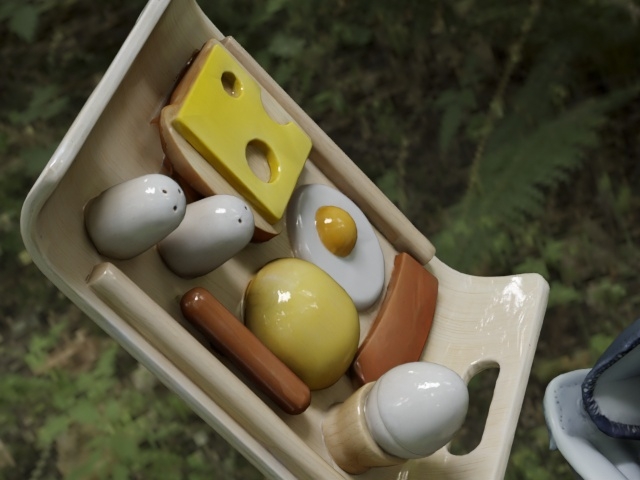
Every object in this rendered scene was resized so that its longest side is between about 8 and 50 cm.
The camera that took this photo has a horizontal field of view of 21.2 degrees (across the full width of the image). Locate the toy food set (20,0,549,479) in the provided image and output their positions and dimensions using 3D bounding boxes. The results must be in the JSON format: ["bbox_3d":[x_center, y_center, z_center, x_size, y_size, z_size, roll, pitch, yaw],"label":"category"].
[{"bbox_3d":[0.000,0.000,0.900,0.092,0.306,0.219,-26,29,37],"label":"toy food set"}]

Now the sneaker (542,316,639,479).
[{"bbox_3d":[0.150,0.025,0.559,0.099,0.153,0.282,-52,19,27],"label":"sneaker"}]
